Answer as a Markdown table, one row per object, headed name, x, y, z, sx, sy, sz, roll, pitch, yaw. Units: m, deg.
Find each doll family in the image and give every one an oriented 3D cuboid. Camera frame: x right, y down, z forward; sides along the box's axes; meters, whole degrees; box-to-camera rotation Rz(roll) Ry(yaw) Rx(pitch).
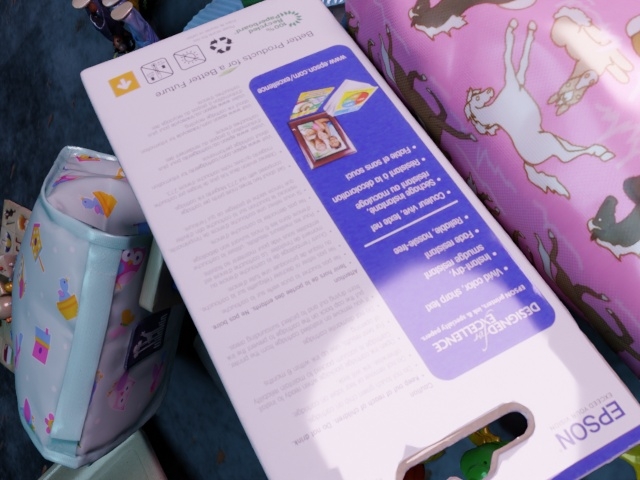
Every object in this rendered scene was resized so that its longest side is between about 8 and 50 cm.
| name | x | y | z | sx | sy | sz | roll | pitch | yaw |
| --- | --- | --- | --- | --- | --- | --- | --- | --- | --- |
| doll family | -0.209 | -0.241 | 0.734 | 0.076 | 0.111 | 0.193 | -23 | 62 | 3 |

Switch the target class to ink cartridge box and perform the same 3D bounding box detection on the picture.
| name | x | y | z | sx | sy | sz | roll | pitch | yaw |
| --- | --- | --- | --- | --- | --- | --- | --- | --- | --- |
| ink cartridge box | 0.000 | 0.000 | 0.418 | 0.371 | 0.176 | 0.069 | 58 | 166 | 30 |

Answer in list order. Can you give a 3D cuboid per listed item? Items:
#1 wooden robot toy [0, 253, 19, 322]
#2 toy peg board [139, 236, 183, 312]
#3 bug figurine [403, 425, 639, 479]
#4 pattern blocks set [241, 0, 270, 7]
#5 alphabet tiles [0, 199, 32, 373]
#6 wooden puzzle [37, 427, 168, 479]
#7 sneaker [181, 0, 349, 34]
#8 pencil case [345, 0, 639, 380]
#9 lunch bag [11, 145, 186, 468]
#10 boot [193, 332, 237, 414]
| name | x | y | z | sx | sy | sz | roll | pitch | yaw |
| --- | --- | --- | --- | --- | --- | --- | --- | --- | --- |
| wooden robot toy | -0.452 | 0.083 | 0.957 | 0.173 | 0.076 | 0.079 | -31 | 84 | 36 |
| toy peg board | -0.059 | -0.018 | 0.597 | 0.079 | 0.161 | 0.161 | 22 | 106 | 20 |
| bug figurine | 0.141 | 0.150 | 0.403 | 0.279 | 0.216 | 0.072 | 3 | 84 | 37 |
| pattern blocks set | -0.087 | -0.312 | 0.576 | 0.285 | 0.026 | 0.324 | -31 | 62 | -5 |
| alphabet tiles | -0.427 | 0.071 | 0.983 | 0.198 | 0.009 | 0.237 | 21 | 105 | 36 |
| wooden puzzle | -0.233 | 0.418 | 0.739 | 0.322 | 0.080 | 0.348 | -44 | 59 | 7 |
| sneaker | -0.008 | -0.194 | 0.589 | 0.229 | 0.092 | 0.087 | -26 | 73 | 16 |
| pencil case | 0.168 | -0.070 | 0.406 | 0.386 | 0.167 | 0.160 | 53 | 165 | 24 |
| lunch bag | -0.207 | 0.051 | 0.660 | 0.262 | 0.160 | 0.223 | -128 | 53 | -64 |
| boot | -0.021 | 0.133 | 0.630 | 0.190 | 0.076 | 0.208 | -41 | 61 | 30 |
